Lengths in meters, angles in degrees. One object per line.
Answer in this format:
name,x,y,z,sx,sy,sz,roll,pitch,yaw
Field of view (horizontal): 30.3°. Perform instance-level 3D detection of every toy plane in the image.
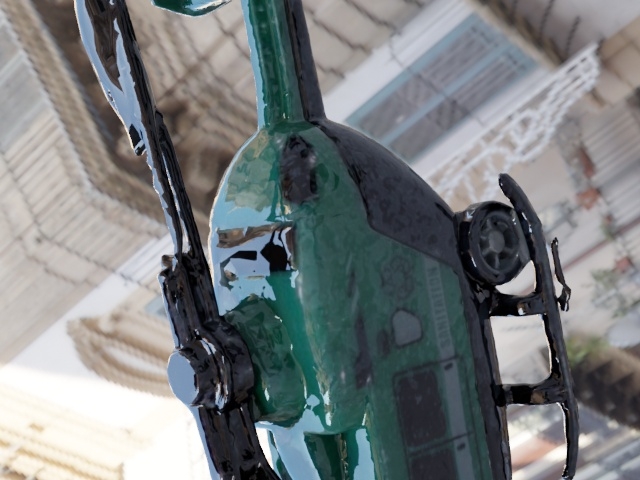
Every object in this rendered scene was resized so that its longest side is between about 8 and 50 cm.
toy plane,0.000,0.000,0.447,0.155,0.106,0.381,-16,-82,-40
